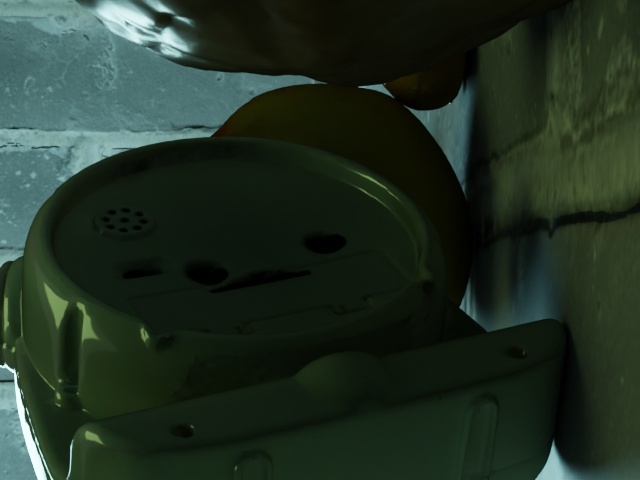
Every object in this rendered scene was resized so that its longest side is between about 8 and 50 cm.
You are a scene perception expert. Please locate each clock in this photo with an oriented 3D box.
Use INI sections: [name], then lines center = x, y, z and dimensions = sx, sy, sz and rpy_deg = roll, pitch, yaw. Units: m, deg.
[clock]
center = -0.047, 0.039, 0.896
dimensions = 0.324, 0.265, 0.108
rpy_deg = 48, 143, 49

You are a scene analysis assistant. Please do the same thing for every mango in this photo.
[mango]
center = 0.076, -0.157, 1.200
dimensions = 0.187, 0.066, 0.101
rpy_deg = -79, -6, -58

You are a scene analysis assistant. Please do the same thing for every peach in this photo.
[peach]
center = 0.000, 0.000, 1.148
dimensions = 0.231, 0.231, 0.231
rpy_deg = 180, 90, -87

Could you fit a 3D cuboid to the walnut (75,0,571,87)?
[walnut]
center = 0.011, -0.202, 0.574
dimensions = 0.285, 0.285, 0.296
rpy_deg = 132, 158, -85
